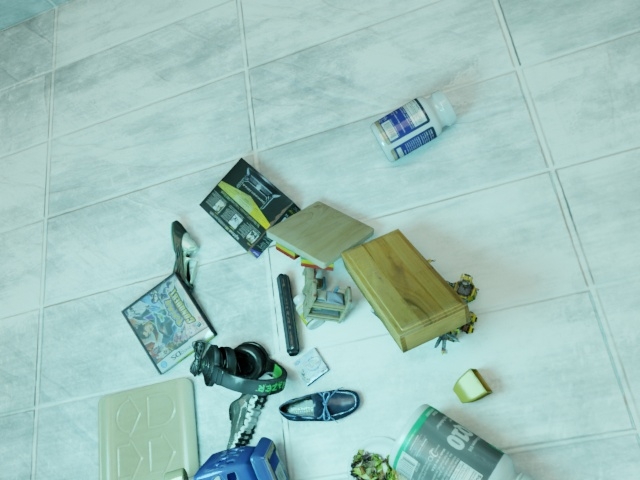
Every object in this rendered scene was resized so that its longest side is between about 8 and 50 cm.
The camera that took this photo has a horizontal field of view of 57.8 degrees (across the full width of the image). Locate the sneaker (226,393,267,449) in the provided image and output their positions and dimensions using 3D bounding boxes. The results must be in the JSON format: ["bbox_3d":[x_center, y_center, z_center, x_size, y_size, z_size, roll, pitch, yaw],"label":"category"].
[{"bbox_3d":[-0.259,0.577,1.877,0.106,0.078,0.234,16,76,31],"label":"sneaker"}]

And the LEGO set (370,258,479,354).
[{"bbox_3d":[0.306,0.171,1.746,0.331,0.192,0.255,25,81,26],"label":"LEGO set"}]

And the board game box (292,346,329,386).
[{"bbox_3d":[-0.030,0.410,1.880,0.090,0.020,0.090,-38,63,4],"label":"board game box"}]

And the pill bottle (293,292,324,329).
[{"bbox_3d":[-0.042,0.233,1.923,0.065,0.065,0.116,-36,63,5],"label":"pill bottle"}]

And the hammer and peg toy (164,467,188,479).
[{"bbox_3d":[-0.339,0.852,1.707,0.127,0.266,0.361,-20,66,2],"label":"hammer and peg toy"}]

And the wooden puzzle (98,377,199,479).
[{"bbox_3d":[-0.579,0.659,1.966,0.347,0.080,0.322,-14,67,10],"label":"wooden puzzle"}]

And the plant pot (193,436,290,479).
[{"bbox_3d":[-0.210,0.724,1.693,0.212,0.236,0.236,-24,86,2],"label":"plant pot"}]

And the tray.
[{"bbox_3d":[0.230,0.126,1.667,0.202,0.076,0.411,-23,37,-8],"label":"tray"}]

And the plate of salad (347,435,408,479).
[{"bbox_3d":[0.171,0.678,1.693,0.199,0.048,0.200,-7,70,18],"label":"plate of salad"}]

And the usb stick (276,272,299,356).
[{"bbox_3d":[-0.110,0.246,1.940,0.045,0.077,0.278,-6,67,-11],"label":"usb stick"}]

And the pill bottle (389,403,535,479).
[{"bbox_3d":[0.382,0.620,1.549,0.361,0.204,0.204,29,83,26],"label":"pill bottle"}]

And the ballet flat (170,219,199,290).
[{"bbox_3d":[-0.500,0.060,2.149,0.096,0.095,0.281,-5,80,8],"label":"ballet flat"}]

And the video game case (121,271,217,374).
[{"bbox_3d":[-0.540,0.294,2.059,0.248,0.035,0.275,-36,81,5],"label":"video game case"}]

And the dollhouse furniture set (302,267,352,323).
[{"bbox_3d":[0.018,0.151,1.883,0.129,0.129,0.184,10,48,-13],"label":"dollhouse furniture set"}]

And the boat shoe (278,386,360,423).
[{"bbox_3d":[-0.006,0.522,1.792,0.258,0.089,0.109,-19,66,13],"label":"boat shoe"}]

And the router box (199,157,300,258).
[{"bbox_3d":[-0.262,-0.122,2.125,0.243,0.081,0.309,-47,63,-1],"label":"router box"}]

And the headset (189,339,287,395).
[{"bbox_3d":[-0.289,0.424,1.872,0.394,0.243,0.185,19,98,40],"label":"headset"}]

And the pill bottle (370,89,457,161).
[{"bbox_3d":[0.317,-0.392,1.969,0.264,0.153,0.153,-28,64,8],"label":"pill bottle"}]

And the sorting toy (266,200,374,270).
[{"bbox_3d":[0.000,0.000,1.923,0.255,0.089,0.257,28,43,32],"label":"sorting toy"}]

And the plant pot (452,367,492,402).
[{"bbox_3d":[0.432,0.427,1.673,0.083,0.081,0.081,-40,63,14],"label":"plant pot"}]
